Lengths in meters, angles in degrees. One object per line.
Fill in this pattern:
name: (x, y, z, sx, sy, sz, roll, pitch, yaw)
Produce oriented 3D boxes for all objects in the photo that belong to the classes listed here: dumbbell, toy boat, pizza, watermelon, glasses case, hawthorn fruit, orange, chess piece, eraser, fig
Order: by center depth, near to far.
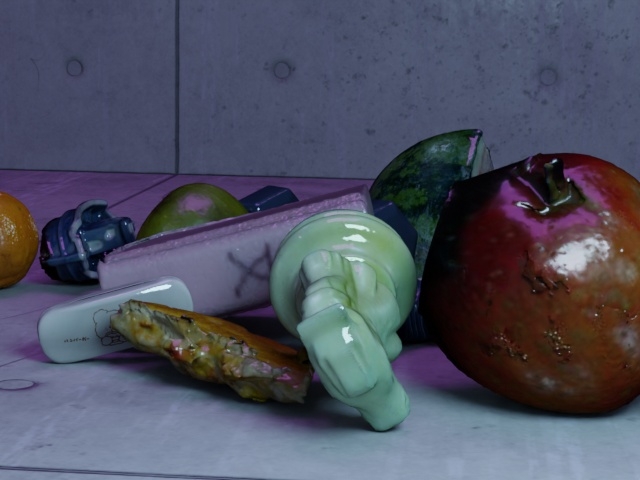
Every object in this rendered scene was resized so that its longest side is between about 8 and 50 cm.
chess piece: (0.031, 0.091, 1.484, 0.176, 0.176, 0.298, 1, 21, -2)
hawthorn fruit: (0.251, 0.047, 1.534, 0.316, 0.316, 0.316, 1, 9, 0)
pizza: (-0.098, 0.136, 1.605, 0.297, 0.071, 0.189, 14, -2, 41)
glasses case: (-0.252, 0.097, 1.716, 0.193, 0.074, 0.049, -15, 18, -12)
eraser: (-0.099, 0.025, 1.878, 0.359, 0.122, 0.272, -13, 8, 5)
fig: (-0.173, 0.013, 2.094, 0.191, 0.181, 0.181, 23, 15, 17)
orange: (-0.535, -0.002, 2.166, 0.193, 0.161, 0.193, -8, 0, 0)
dumbbell: (0.001, 0.000, 2.228, 0.316, 0.143, 0.156, 10, -31, 45)
toy boat: (-0.364, -0.001, 2.276, 0.142, 0.129, 0.309, -13, 9, 6)
watermelon: (0.192, 0.010, 2.297, 0.283, 0.292, 0.250, -12, 33, 50)

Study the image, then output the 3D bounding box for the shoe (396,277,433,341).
shoe: (0.146, 0.090, 1.854, 0.106, 0.091, 0.207, 0, 3, 36)
